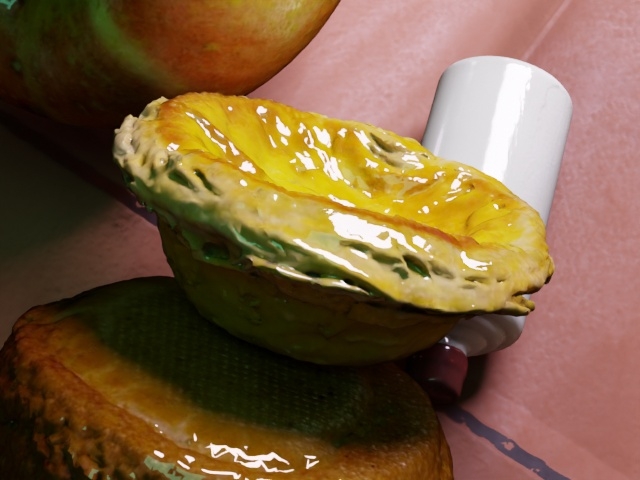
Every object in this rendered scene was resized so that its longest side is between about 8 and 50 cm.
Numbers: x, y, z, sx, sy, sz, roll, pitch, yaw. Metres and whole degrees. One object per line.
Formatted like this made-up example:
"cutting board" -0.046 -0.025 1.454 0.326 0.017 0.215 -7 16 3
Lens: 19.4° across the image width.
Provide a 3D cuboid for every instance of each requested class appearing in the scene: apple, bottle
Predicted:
"apple" -0.133 -0.248 1.306 0.339 0.339 0.340 0 64 0
"bottle" 0.105 -0.003 1.306 0.104 0.104 0.245 14 65 7

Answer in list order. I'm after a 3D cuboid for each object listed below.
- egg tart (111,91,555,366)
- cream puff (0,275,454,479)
"egg tart" 0.000 0.000 1.161 0.294 0.295 0.116 22 106 10
"cream puff" -0.065 0.160 1.160 0.303 0.212 0.303 14 21 -6
